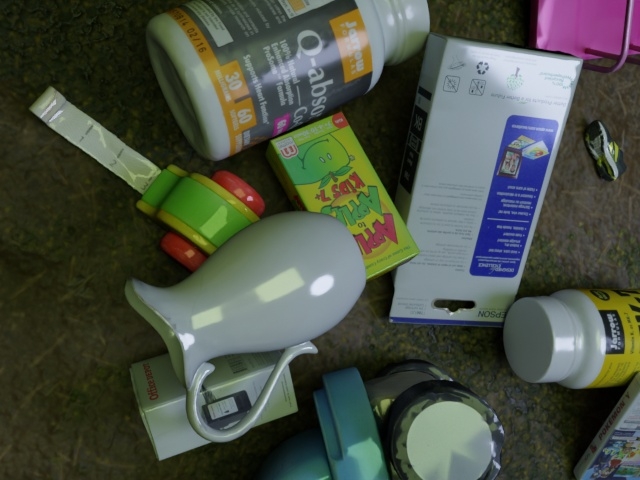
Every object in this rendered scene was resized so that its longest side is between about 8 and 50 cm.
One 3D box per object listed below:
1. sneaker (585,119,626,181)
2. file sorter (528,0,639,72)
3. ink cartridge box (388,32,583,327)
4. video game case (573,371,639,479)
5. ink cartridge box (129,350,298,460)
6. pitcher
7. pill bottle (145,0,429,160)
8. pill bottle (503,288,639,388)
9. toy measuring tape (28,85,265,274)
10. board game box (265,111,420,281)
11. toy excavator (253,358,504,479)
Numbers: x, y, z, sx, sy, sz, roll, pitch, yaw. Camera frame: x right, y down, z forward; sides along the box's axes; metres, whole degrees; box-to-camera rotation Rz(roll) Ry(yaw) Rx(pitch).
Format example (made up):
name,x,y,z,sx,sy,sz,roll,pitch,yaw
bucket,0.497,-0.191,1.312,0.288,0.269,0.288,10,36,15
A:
name,x,y,z,sx,sy,sz,roll,pitch,yaw
sneaker,0.377,-0.120,0.977,0.035,0.031,0.083,-21,96,-29
file sorter,0.430,-0.316,0.890,0.291,0.182,0.202,-10,114,-16
ink cartridge box,0.174,-0.060,0.857,0.165,0.065,0.332,5,111,-15
video game case,0.438,0.236,0.912,0.201,0.023,0.183,6,125,-15
ink cartridge box,-0.114,0.154,0.776,0.151,0.109,0.063,-16,110,-15
pitcher,-0.055,0.075,0.704,0.207,0.125,0.177,-24,97,-22
pill bottle,-0.032,-0.211,0.802,0.278,0.162,0.162,-27,93,-15
pill bottle,0.335,0.117,0.890,0.209,0.119,0.119,1,86,-21
toy measuring tape,-0.163,-0.055,0.780,0.330,0.121,0.121,39,78,-9
board game box,0.023,-0.042,0.815,0.092,0.043,0.181,-25,80,-19
toy excavator,-0.022,0.366,0.764,0.445,0.222,0.432,-13,90,-2
